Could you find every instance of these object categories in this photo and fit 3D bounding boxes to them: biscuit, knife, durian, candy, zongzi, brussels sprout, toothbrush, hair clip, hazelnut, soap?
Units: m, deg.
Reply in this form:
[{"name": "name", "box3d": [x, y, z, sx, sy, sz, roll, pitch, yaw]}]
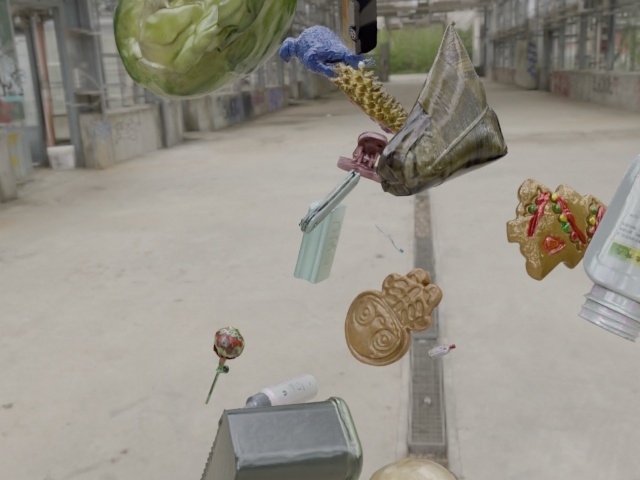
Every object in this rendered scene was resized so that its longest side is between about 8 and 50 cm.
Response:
[{"name": "biscuit", "box3d": [0.498, -0.029, 1.399, 0.239, 0.212, 0.041, -5, -6, -1]}, {"name": "knife", "box3d": [0.019, -0.070, 1.162, 0.023, 0.044, 0.162, 36, 53, 10]}, {"name": "durian", "box3d": [0.146, -0.431, 2.010, 0.341, 0.112, 0.191, 47, 8, 20]}, {"name": "candy", "box3d": [-0.266, 0.341, 1.801, 0.078, 0.287, 0.084, 12, 34, -16]}, {"name": "zongzi", "box3d": [0.204, -0.248, 1.289, 0.286, 0.288, 0.134, -25, 16, -32]}, {"name": "brussels sprout", "box3d": [-0.195, -0.424, 1.184, 0.315, 0.276, 0.371, -39, -8, -45]}, {"name": "biscuit", "box3d": [0.177, 0.192, 1.726, 0.289, 0.202, 0.044, -41, -30, 22]}, {"name": "toothbrush", "box3d": [0.223, -0.006, 2.221, 0.013, 0.131, 0.011, -44, 3, 16]}, {"name": "hair clip", "box3d": [0.089, -0.150, 1.406, 0.123, 0.102, 0.138, 20, -21, -10]}, {"name": "hazelnut", "box3d": [0.215, 0.619, 1.549, 0.261, 0.261, 0.241, 2, 58, 20]}, {"name": "soap", "box3d": [0.000, 0.000, 1.723, 0.067, 0.197, 0.119, 17, 13, 17]}]

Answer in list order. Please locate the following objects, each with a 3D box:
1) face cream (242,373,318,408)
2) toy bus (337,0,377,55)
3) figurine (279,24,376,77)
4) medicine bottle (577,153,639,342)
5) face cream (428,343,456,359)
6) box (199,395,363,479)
[{"name": "face cream", "box3d": [-0.134, 0.502, 2.177, 0.092, 0.092, 0.311, 7, 10, 37]}, {"name": "toy bus", "box3d": [0.065, -0.429, 1.248, 0.057, 0.172, 0.072, -31, 52, -21]}, {"name": "figurine", "box3d": [0.017, -0.508, 1.829, 0.262, 0.120, 0.164, 16, 30, 29]}, {"name": "medicine bottle", "box3d": [0.580, 0.015, 1.217, 0.179, 0.324, 0.124, 26, 4, 21]}, {"name": "face cream", "box3d": [0.360, 0.325, 2.023, 0.083, 0.021, 0.040, -23, 23, 17]}, {"name": "box", "box3d": [-0.070, 0.342, 0.973, 0.178, 0.274, 0.138, 4, 37, -23]}]
